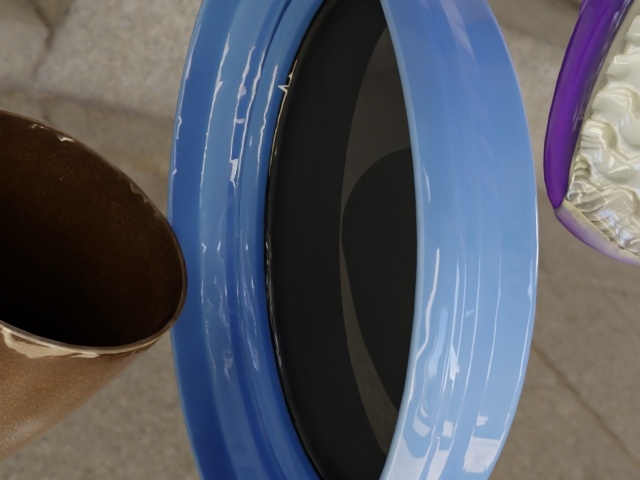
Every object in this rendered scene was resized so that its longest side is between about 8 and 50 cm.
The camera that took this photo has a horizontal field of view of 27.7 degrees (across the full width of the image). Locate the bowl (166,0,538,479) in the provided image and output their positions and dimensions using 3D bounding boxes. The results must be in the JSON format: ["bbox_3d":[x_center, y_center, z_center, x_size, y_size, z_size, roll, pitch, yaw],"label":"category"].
[{"bbox_3d":[0.000,0.000,0.762,0.077,0.391,0.391,1,37,-24],"label":"bowl"}]

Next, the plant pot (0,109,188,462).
[{"bbox_3d":[-0.241,0.064,0.894,0.215,0.230,0.215,28,32,-19],"label":"plant pot"}]

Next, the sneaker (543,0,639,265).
[{"bbox_3d":[0.151,-0.123,0.470,0.102,0.293,0.146,31,-7,-20],"label":"sneaker"}]
